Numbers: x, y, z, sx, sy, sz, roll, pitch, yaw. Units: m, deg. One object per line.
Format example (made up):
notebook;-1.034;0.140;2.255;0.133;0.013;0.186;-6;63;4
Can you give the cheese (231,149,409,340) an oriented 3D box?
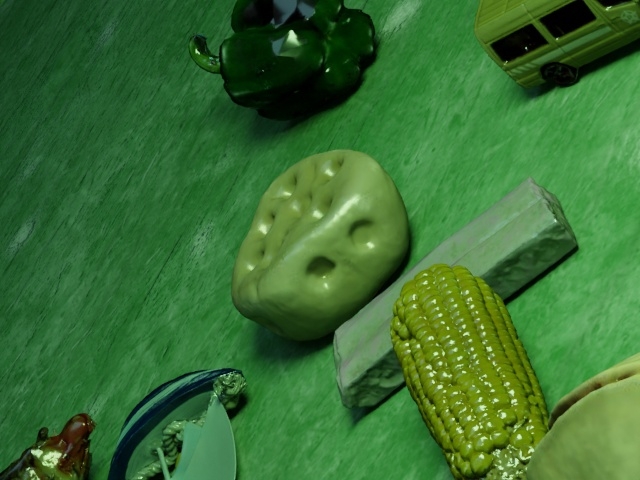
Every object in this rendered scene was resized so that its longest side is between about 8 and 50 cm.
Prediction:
cheese;0.000;0.000;2.151;0.235;0.117;0.218;-38;28;27

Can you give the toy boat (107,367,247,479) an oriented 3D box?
toy boat;-0.147;0.257;2.123;0.220;0.067;0.291;-44;30;13

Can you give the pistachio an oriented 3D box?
pistachio;0.269;0.160;1.430;0.318;0.214;0.193;-31;32;57

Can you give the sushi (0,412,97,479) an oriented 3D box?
sushi;-0.330;0.302;2.305;0.226;0.097;0.103;-52;-16;8

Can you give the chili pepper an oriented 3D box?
chili pepper;-0.056;-0.243;2.496;0.261;0.165;0.174;-10;65;48

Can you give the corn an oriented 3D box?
corn;0.139;0.132;1.770;0.119;0.119;0.322;-42;36;18

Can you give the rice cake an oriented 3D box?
rice cake;0.129;0.052;1.958;0.298;0.050;0.106;-40;29;21

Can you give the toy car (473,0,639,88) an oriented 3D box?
toy car;0.282;-0.253;2.018;0.256;0.124;0.101;-24;38;44
